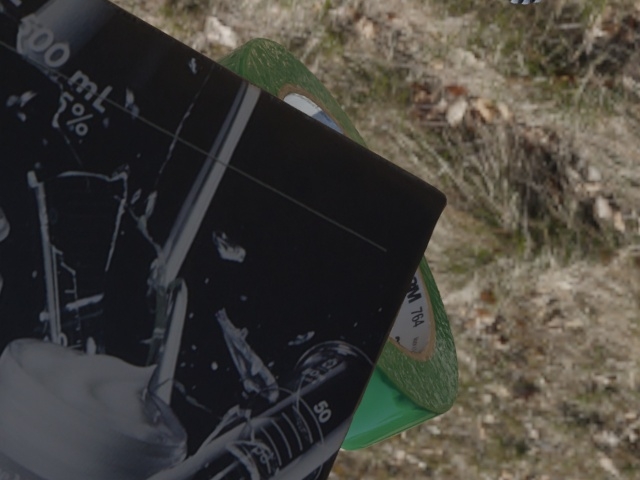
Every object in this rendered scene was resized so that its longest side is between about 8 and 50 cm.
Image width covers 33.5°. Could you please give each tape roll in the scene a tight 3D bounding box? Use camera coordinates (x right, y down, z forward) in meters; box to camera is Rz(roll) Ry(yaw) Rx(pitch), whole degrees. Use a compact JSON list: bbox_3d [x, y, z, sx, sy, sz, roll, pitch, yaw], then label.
[{"bbox_3d":[0.000,0.000,0.829,0.077,0.321,0.321,-27,139,18],"label":"tape roll"}]

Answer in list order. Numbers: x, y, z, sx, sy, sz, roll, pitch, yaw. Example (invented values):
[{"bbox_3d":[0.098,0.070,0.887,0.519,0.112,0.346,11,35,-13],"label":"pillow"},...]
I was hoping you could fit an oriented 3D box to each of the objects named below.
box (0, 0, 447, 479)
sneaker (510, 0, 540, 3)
[{"bbox_3d":[-0.184,0.047,0.394,0.343,0.313,0.179,27,169,-20],"label":"box"},{"bbox_3d":[0.224,-0.370,1.133,0.083,0.098,0.224,0,134,-10],"label":"sneaker"}]
